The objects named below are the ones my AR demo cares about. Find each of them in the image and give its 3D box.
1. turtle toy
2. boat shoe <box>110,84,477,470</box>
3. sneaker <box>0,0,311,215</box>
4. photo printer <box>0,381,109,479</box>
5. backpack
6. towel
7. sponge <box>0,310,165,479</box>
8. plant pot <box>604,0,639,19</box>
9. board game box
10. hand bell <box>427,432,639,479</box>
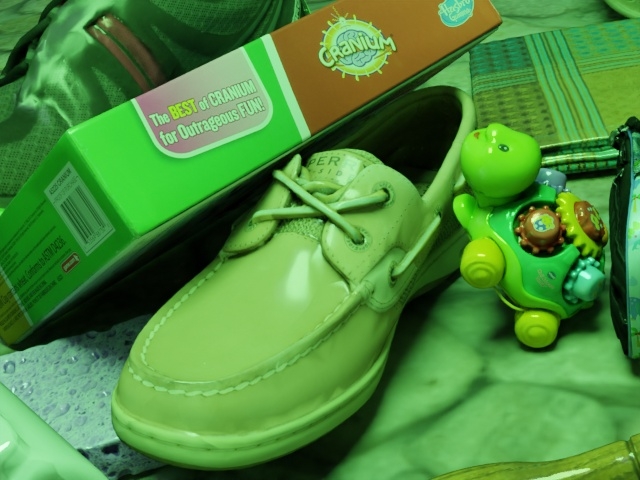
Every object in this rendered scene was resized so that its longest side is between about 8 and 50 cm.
[{"bbox_3d":[0.119,-0.009,0.585,0.066,0.130,0.095,-32,20,33],"label":"turtle toy"},{"bbox_3d":[0.000,0.000,0.582,0.121,0.110,0.341,14,30,23],"label":"boat shoe"},{"bbox_3d":[-0.194,-0.156,0.879,0.185,0.202,0.483,10,35,35],"label":"sneaker"},{"bbox_3d":[-0.256,0.132,0.439,0.256,0.107,0.307,-44,39,-22],"label":"photo printer"},{"bbox_3d":[0.196,0.004,0.548,0.084,0.105,0.114,-1,35,21],"label":"backpack"},{"bbox_3d":[0.308,-0.133,0.830,0.370,0.040,0.271,-8,27,11],"label":"towel"},{"bbox_3d":[-0.158,0.101,0.578,0.210,0.031,0.117,-16,29,-9],"label":"sponge"},{"bbox_3d":[0.353,-0.340,1.013,0.256,0.256,0.274,3,46,25],"label":"plant pot"},{"bbox_3d":[-0.060,-0.061,0.679,0.316,0.064,0.242,-34,2,-37],"label":"board game box"},{"bbox_3d":[0.130,0.096,0.436,0.242,0.126,0.126,-19,27,13],"label":"hand bell"}]
